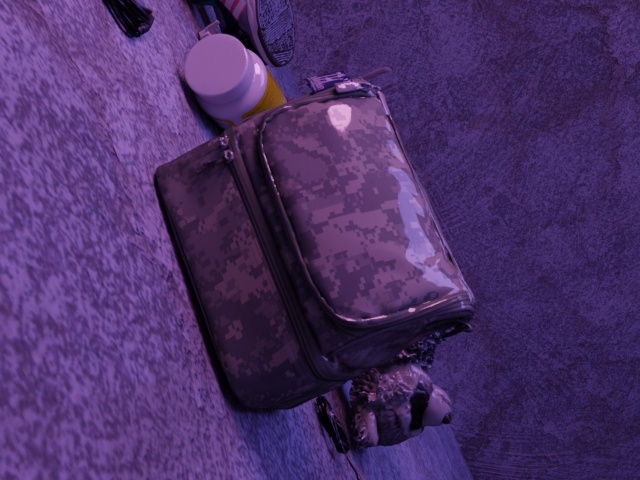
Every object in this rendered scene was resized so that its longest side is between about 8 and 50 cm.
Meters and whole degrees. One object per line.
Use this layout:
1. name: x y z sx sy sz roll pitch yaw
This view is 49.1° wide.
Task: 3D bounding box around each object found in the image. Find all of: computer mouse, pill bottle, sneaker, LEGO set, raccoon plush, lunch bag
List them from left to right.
1. computer mouse: -0.254 -0.376 0.901 0.262 0.060 0.184 -104 167 -51
2. sneaker: -0.171 -0.469 1.366 0.124 0.178 0.296 -34 112 -42
3. LEGO set: -0.175 -0.351 1.409 0.182 0.060 0.244 59 10 -20
4. pill bottle: -0.128 -0.231 1.108 0.208 0.119 0.119 45 22 -72
5. pill bottle: -0.161 -0.484 1.494 0.123 0.122 0.219 -12 83 -83
6. lunch bag: 0.000 0.000 0.759 0.212 0.256 0.305 46 21 -70
7. computer mouse: 0.033 0.310 0.914 0.071 0.041 0.242 56 6 -47
8. raccoon plush: 0.054 0.150 1.215 0.446 0.299 0.216 33 -2 35

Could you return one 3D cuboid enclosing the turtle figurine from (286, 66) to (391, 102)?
1. turtle figurine: -0.002 -0.307 1.514 0.198 0.266 0.275 -80 -176 -54
